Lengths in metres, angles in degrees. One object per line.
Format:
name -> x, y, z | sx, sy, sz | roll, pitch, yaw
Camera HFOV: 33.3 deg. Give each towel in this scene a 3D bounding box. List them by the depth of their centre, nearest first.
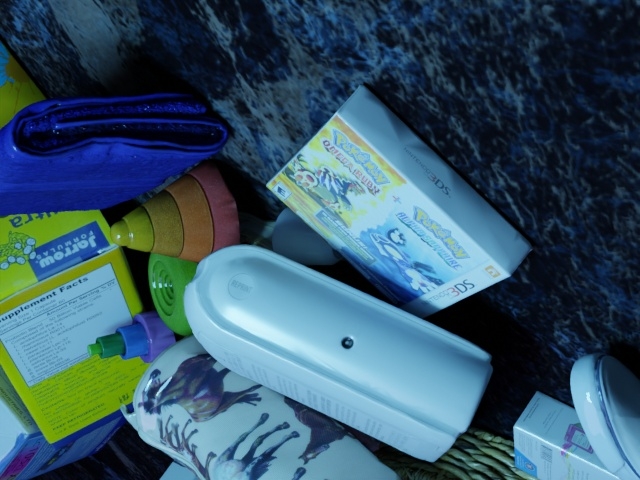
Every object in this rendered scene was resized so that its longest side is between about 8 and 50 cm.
towel -> -0.265, -0.092, 1.149 | 0.308, 0.228, 0.076 | -18, 78, 57

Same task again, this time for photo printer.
photo printer -> 0.008, 0.113, 1.093 | 0.308, 0.107, 0.256 | 24, 165, 8

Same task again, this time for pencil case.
pencil case -> -0.040, 0.271, 1.197 | 0.410, 0.183, 0.159 | 38, 151, 29

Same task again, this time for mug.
mug -> -0.001, -0.003, 1.095 | 0.064, 0.078, 0.062 | 8, 106, 34

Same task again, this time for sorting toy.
sorting toy -> -0.205, 0.049, 1.240 | 0.127, 0.126, 0.365 | 64, 148, 23

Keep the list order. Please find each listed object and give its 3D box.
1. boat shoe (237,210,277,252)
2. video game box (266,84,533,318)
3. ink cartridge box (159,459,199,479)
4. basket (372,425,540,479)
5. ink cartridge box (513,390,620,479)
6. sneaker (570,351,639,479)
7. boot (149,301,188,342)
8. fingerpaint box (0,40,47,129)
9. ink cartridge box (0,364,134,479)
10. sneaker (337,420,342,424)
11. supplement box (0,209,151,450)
boat shoe -> -0.078, 0.009, 1.190 | 0.170, 0.059, 0.063 | 5, 136, 48
video game box -> 0.064, -0.024, 0.978 | 0.205, 0.048, 0.187 | 43, 151, -4
ink cartridge box -> -0.224, 0.434, 1.904 | 0.063, 0.150, 0.109 | 14, 143, 34
basket -> 0.159, 0.354, 1.225 | 0.299, 0.223, 0.213 | 13, 142, 44
ink cartridge box -> 0.261, 0.217, 1.079 | 0.122, 0.052, 0.088 | 26, 150, 29
sneaker -> 0.320, 0.188, 0.943 | 0.091, 0.094, 0.258 | -28, 113, 39
boot -> -0.093, 0.133, 1.387 | 0.305, 0.112, 0.115 | 33, 122, 23
fingerpaint box -> -0.603, -0.252, 1.354 | 0.445, 0.163, 0.371 | 2, 135, 50
ink cartridge box -> -0.471, 0.230, 1.733 | 0.270, 0.151, 0.395 | 46, -163, 14
sneaker -> -0.078, 0.237, 1.487 | 0.153, 0.094, 0.235 | 39, 164, -16
supplement box -> -0.354, 0.088, 1.447 | 0.195, 0.194, 0.356 | 53, 162, 34
